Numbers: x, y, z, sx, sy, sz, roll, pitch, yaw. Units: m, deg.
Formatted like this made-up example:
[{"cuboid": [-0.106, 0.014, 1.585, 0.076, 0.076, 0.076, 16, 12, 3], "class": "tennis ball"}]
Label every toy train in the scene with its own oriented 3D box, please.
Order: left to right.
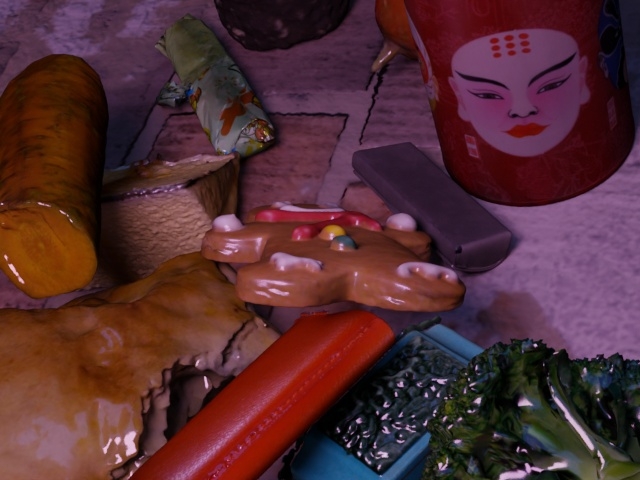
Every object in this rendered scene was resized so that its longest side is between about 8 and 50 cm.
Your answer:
[{"cuboid": [0.076, 0.170, 1.097, 0.112, 0.163, 0.203, 27, 60, 36], "class": "toy train"}]

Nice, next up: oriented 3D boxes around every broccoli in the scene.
[{"cuboid": [0.204, 0.189, 0.949, 0.297, 0.297, 0.297, 13, 58, -21], "class": "broccoli"}]

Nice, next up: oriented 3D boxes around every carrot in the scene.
[{"cuboid": [-0.254, -0.071, 1.302, 0.114, 0.114, 0.302, -16, 36, 4], "class": "carrot"}]

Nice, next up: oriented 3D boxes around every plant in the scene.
[{"cuboid": [-0.059, -0.348, 1.627, 0.204, 0.234, 0.178, -19, 48, -7], "class": "plant"}]

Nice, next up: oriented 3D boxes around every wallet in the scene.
[{"cuboid": [-0.048, 0.131, 1.042, 0.204, 0.045, 0.142, -42, 15, -25], "class": "wallet"}]

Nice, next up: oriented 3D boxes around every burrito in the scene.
[{"cuboid": [-0.138, -0.172, 1.603, 0.104, 0.054, 0.288, -26, 45, -4], "class": "burrito"}]

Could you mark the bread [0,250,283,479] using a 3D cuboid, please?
[{"cuboid": [-0.195, 0.163, 1.184, 0.370, 0.191, 0.314, -25, 43, -8], "class": "bread"}]

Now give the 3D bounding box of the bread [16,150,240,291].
[{"cuboid": [-0.214, -0.057, 1.447, 0.240, 0.135, 0.178, -9, 47, 14], "class": "bread"}]

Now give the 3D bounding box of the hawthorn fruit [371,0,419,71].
[{"cuboid": [0.142, -0.277, 1.525, 0.251, 0.199, 0.199, -43, 46, -1], "class": "hawthorn fruit"}]

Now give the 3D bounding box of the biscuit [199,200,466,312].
[{"cuboid": [0.000, 0.000, 1.264, 0.216, 0.047, 0.339, 3, 12, -6], "class": "biscuit"}]

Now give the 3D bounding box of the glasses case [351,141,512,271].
[{"cuboid": [0.106, -0.035, 1.370, 0.072, 0.042, 0.190, -6, 35, -31], "class": "glasses case"}]

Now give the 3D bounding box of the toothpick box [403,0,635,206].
[{"cuboid": [0.184, -0.218, 1.325, 0.204, 0.333, 0.204, -11, 44, 11], "class": "toothpick box"}]
